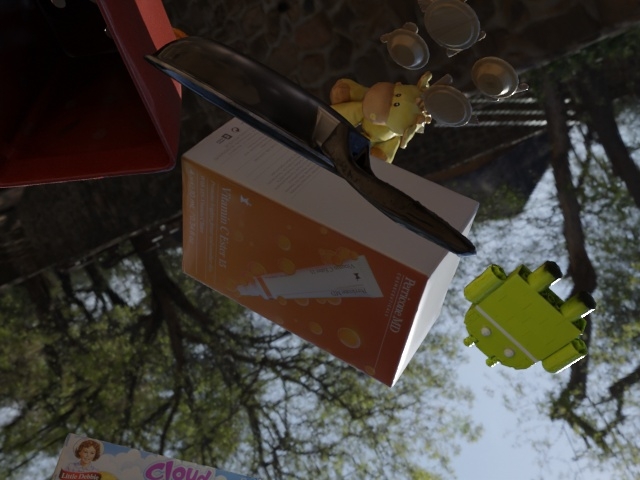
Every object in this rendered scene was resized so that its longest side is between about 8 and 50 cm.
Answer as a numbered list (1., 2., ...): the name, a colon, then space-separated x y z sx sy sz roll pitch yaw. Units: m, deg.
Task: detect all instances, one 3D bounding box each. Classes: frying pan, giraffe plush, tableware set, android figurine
1. frying pan: -0.028 -0.086 0.465 0.053 0.197 0.326 -60 -162 3
2. giraffe plush: 0.118 -0.216 1.181 0.211 0.181 0.170 -9 -179 -15
3. tableware set: 0.150 -0.203 0.780 0.141 0.168 0.020 -11 -142 53
4. android figurine: 0.393 0.158 1.324 0.273 0.248 0.056 -47 178 40

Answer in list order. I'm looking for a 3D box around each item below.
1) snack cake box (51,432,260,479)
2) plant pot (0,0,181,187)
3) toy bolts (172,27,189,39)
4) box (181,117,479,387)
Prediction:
1. snack cake box: -0.227 0.364 0.889 0.089 0.265 0.152 132 -27 -58
2. plant pot: -0.318 -0.251 0.843 0.267 0.267 0.235 -4 -135 13
3. toy bolts: -0.370 -0.366 1.322 0.228 0.218 0.158 -43 -172 -8
4. box: 0.000 0.000 0.904 0.346 0.214 0.168 26 -136 17
